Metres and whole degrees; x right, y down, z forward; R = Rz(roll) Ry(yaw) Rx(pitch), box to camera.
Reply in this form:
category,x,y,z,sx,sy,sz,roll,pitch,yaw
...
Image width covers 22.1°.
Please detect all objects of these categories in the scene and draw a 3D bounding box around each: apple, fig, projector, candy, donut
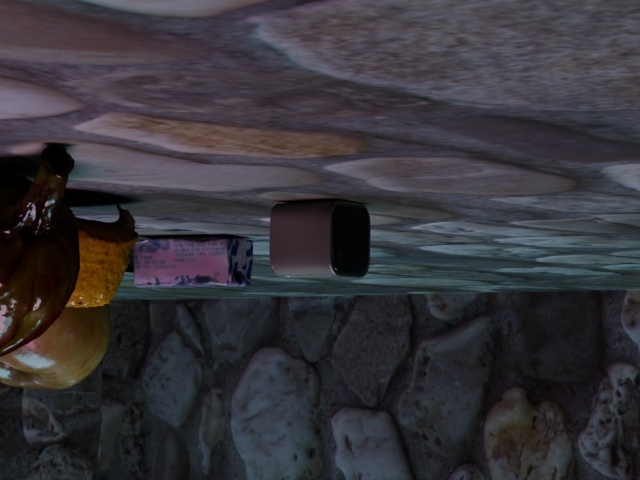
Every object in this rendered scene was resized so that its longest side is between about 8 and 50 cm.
category,x,y,z,sx,sy,sz,roll,pitch,yaw
apple,-0.429,0.104,2.364,0.261,0.194,0.261,13,157,6
fig,-0.296,0.013,1.474,0.191,0.190,0.290,3,176,-22
projector,0.000,0.000,1.804,0.082,0.083,0.083,-1,175,33
candy,-0.183,0.031,2.315,0.160,0.073,0.092,-2,179,21
donut,-0.326,0.002,1.799,0.253,0.118,0.253,13,-175,-1

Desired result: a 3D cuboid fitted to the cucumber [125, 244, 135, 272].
category,x,y,z,sx,sy,sz,roll,pitch,yaw
cucumber,-0.295,0.026,2.490,0.220,0.046,0.070,6,180,-36
